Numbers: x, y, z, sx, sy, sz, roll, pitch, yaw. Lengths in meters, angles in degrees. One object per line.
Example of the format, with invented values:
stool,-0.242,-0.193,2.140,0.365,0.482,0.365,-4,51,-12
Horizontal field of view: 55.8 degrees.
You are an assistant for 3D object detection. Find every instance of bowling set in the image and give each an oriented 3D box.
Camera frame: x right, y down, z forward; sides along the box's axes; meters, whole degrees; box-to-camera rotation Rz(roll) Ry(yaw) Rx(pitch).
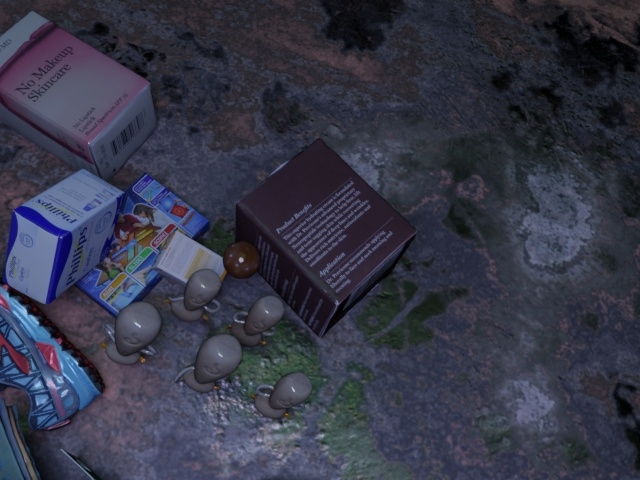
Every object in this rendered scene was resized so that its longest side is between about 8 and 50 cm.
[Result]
bowling set,-0.132,0.116,0.848,0.286,0.154,0.200,29,52,-11

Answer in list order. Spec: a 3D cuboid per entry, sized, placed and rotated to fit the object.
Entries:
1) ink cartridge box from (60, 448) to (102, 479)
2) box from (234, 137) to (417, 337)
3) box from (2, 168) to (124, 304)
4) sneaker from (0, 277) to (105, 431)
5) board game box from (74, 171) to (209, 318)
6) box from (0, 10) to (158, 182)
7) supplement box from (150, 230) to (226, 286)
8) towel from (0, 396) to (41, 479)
ink cartridge box,-0.251,0.350,0.732,0.209,0.109,0.062,38,65,9
box,0.000,0.000,0.896,0.168,0.167,0.203,-40,77,-22
box,-0.338,-0.006,0.802,0.072,0.126,0.137,30,34,3
sneaker,-0.418,0.144,0.803,0.262,0.104,0.125,42,69,11
board game box,-0.286,0.005,0.922,0.136,0.035,0.201,37,66,8
box,-0.399,-0.224,0.957,0.232,0.127,0.149,32,66,5
supplement box,-0.192,0.037,0.898,0.098,0.036,0.062,34,68,-24
towel,-0.384,0.405,0.664,0.271,0.040,0.370,-35,71,5
